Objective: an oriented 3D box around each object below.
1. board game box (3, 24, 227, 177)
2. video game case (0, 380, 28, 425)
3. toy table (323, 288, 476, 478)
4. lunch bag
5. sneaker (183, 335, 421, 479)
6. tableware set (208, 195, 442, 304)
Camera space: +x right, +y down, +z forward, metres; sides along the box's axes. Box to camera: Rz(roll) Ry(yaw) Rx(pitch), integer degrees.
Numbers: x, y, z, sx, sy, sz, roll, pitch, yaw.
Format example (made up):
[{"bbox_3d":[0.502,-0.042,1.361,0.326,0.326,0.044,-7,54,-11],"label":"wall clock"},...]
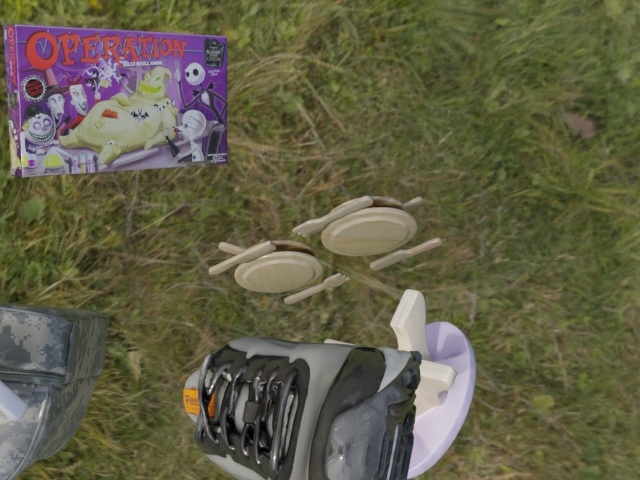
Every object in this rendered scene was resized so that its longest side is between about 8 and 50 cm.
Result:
[{"bbox_3d":[-0.290,-0.207,1.260,0.347,0.056,0.208,-9,101,-41],"label":"board game box"},{"bbox_3d":[-0.464,0.138,0.952,0.227,0.206,0.026,49,45,-22],"label":"video game case"},{"bbox_3d":[0.135,0.229,1.370,0.161,0.252,0.274,45,51,-42],"label":"toy table"},{"bbox_3d":[-0.455,0.223,1.260,0.213,0.305,0.255,5,84,-2],"label":"lunch bag"},{"bbox_3d":[-0.018,0.097,0.438,0.108,0.271,0.100,13,81,-9],"label":"sneaker"},{"bbox_3d":[0.000,0.000,0.797,0.128,0.194,0.039,27,48,-48],"label":"tableware set"}]
